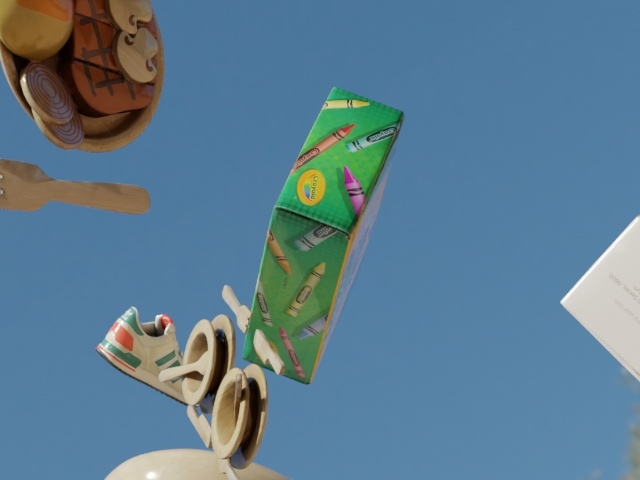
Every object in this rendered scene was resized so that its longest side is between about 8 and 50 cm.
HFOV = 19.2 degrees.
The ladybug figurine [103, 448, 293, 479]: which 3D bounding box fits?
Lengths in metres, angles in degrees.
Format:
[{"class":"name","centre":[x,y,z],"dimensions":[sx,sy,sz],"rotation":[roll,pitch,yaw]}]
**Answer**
[{"class":"ladybug figurine","centre":[-0.073,0.376,1.821],"dimensions":[0.305,0.162,0.449],"rotation":[-4,-43,24]}]

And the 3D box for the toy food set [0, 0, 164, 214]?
[{"class":"toy food set","centre":[-0.130,-0.111,1.051],"dimensions":[0.038,0.192,0.132],"rotation":[-11,-10,41]}]

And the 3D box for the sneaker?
[{"class":"sneaker","centre":[-0.168,0.127,2.082],"dimensions":[0.161,0.057,0.075],"rotation":[31,-89,-37]}]

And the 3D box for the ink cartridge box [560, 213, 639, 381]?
[{"class":"ink cartridge box","centre":[0.501,-0.007,2.370],"dimensions":[0.395,0.166,0.285],"rotation":[-49,-13,7]}]

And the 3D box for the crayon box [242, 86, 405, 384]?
[{"class":"crayon box","centre":[0.000,0.000,1.897],"dimensions":[0.081,0.165,0.278],"rotation":[21,-36,5]}]

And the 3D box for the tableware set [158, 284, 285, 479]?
[{"class":"tableware set","centre":[-0.088,0.122,1.580],"dimensions":[0.039,0.194,0.128],"rotation":[11,-75,-21]}]
